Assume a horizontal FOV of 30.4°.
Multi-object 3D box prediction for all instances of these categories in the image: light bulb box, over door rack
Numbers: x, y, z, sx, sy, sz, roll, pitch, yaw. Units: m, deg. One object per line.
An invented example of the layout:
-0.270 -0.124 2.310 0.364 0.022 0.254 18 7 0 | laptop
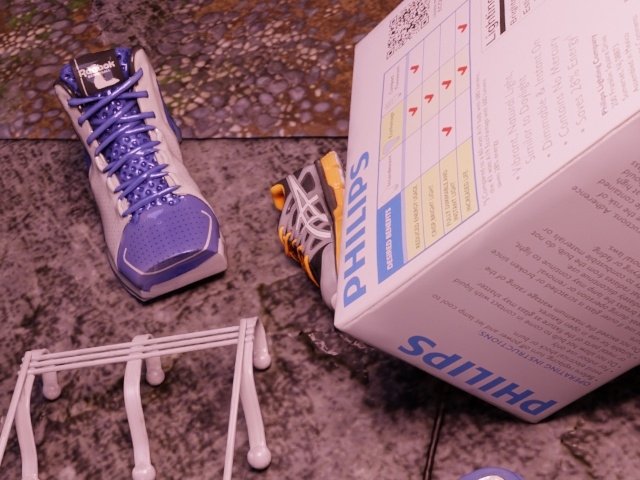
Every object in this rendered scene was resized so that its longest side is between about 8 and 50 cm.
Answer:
0.213 -0.101 0.972 0.361 0.225 0.358 -39 33 40 | light bulb box
-0.172 0.194 1.008 0.239 0.108 0.324 -10 27 9 | over door rack

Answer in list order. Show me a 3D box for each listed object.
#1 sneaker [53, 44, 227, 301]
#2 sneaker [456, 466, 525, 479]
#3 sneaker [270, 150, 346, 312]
-0.209 -0.097 1.247 0.127 0.182 0.315 -24 46 -1 | sneaker
0.057 0.268 0.872 0.112 0.131 0.296 29 62 38 | sneaker
0.000 0.000 1.168 0.083 0.084 0.215 -18 37 7 | sneaker
